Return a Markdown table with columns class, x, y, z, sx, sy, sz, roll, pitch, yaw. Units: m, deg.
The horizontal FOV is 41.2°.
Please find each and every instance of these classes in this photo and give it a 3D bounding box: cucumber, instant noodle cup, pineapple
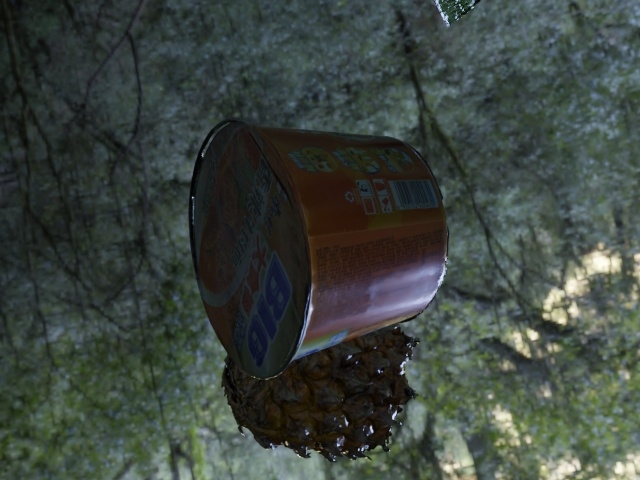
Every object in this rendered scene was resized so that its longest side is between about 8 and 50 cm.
| class | x | y | z | sx | sy | sz | roll | pitch | yaw |
| --- | --- | --- | --- | --- | --- | --- | --- | --- | --- |
| cucumber | 0.190 | -0.397 | 1.274 | 0.070 | 0.046 | 0.220 | -14 | 160 | 21 |
| instant noodle cup | 0.000 | 0.000 | 0.991 | 0.214 | 0.296 | 0.296 | -7 | 171 | -31 |
| pineapple | -0.009 | 0.236 | 1.601 | 0.300 | 0.352 | 0.352 | 21 | 155 | -31 |
